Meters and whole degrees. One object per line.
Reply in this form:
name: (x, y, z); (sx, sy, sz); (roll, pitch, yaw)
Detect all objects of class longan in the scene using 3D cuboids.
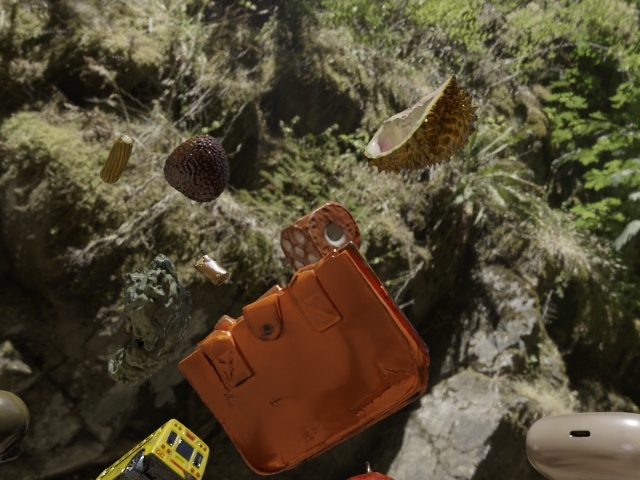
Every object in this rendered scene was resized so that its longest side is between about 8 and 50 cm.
longan: (-0.517, 0.300, 0.887); (0.106, 0.106, 0.119); (-10, -73, 54)

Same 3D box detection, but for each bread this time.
bread: (-0.267, 0.074, 1.368); (0.083, 0.047, 0.036); (36, -24, 24)

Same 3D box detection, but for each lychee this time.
lychee: (-0.345, -0.201, 1.595); (0.194, 0.194, 0.194); (26, -28, 15)

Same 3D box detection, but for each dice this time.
dice: (0.000, 0.000, 1.632); (0.175, 0.174, 0.179); (57, -33, -3)

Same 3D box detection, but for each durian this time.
durian: (0.195, -0.198, 1.084); (0.138, 0.183, 0.250); (32, -28, -29)

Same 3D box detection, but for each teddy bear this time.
teddy bear: (-0.472, 0.188, 1.533); (0.224, 0.357, 0.367); (5, -31, -6)

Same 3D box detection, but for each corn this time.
corn: (-0.355, -0.141, 0.974); (0.037, 0.037, 0.092); (33, -66, 1)

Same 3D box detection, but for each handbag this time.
handbag: (-0.030, 0.222, 1.017); (0.410, 0.116, 0.303); (-35, -87, 19)

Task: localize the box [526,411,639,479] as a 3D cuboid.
box: (0.389, 0.293, 0.766); (0.200, 0.088, 0.146); (-18, -48, 43)

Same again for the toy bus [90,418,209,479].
toy bus: (-0.389, 0.525, 1.168); (0.331, 0.151, 0.145); (-39, -75, 21)

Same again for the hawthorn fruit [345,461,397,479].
hawthorn fruit: (0.129, 0.648, 1.331); (0.230, 0.266, 0.210); (4, -50, 1)
